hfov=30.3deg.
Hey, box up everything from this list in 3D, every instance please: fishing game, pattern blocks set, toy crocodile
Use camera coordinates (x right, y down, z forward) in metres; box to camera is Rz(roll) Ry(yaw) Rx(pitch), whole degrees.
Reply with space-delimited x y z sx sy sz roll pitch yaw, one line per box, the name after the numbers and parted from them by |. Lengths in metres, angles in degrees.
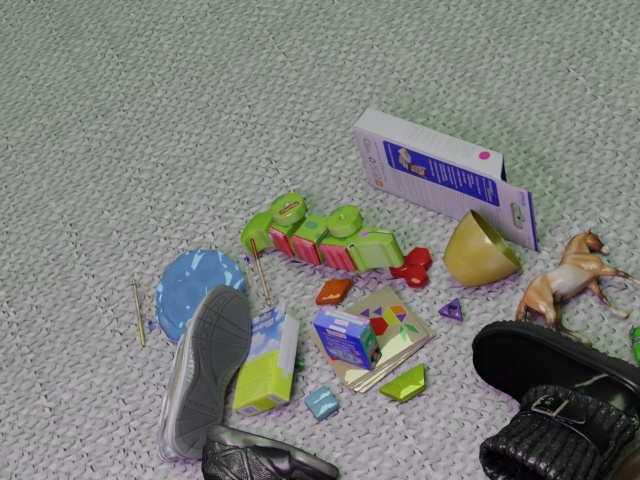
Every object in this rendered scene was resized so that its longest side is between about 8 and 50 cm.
-0.217 0.107 2.167 0.264 0.041 0.189 -22 66 11 | fishing game
0.090 0.166 2.050 0.325 0.026 0.285 -25 51 -3 | pattern blocks set
0.000 0.000 2.127 0.341 0.115 0.105 13 52 36 | toy crocodile

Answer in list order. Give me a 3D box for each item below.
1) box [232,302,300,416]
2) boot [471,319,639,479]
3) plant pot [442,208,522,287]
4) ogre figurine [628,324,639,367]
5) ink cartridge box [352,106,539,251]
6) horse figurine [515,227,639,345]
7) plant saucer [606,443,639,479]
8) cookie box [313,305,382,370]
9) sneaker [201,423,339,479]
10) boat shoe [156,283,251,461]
-0.092 0.206 2.034 0.109 0.042 0.178 -27 42 40 | box
0.310 0.261 1.784 0.260 0.131 0.348 -41 35 -28 | boot
0.270 0.026 2.053 0.095 0.134 0.134 -42 50 15 | plant pot
0.579 0.175 1.855 0.197 0.096 0.118 4 54 20 | ogre figurine
0.235 -0.112 2.122 0.371 0.175 0.069 26 64 30 | ink cartridge box
0.420 0.092 1.986 0.263 0.066 0.174 -36 58 -15 | horse figurine
0.561 0.418 1.708 0.311 0.050 0.310 -8 51 11 | plant saucer
0.046 0.164 1.978 0.092 0.107 0.040 17 61 27 | cookie box
-0.088 0.384 1.906 0.228 0.087 0.130 12 75 10 | sneaker
-0.207 0.225 2.034 0.103 0.118 0.320 -22 48 49 | boat shoe
